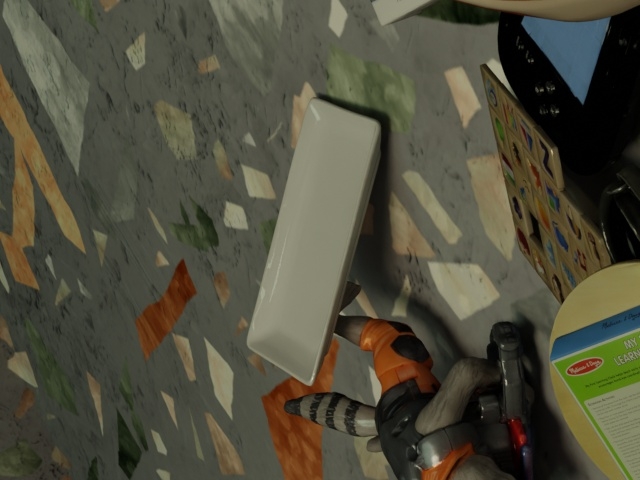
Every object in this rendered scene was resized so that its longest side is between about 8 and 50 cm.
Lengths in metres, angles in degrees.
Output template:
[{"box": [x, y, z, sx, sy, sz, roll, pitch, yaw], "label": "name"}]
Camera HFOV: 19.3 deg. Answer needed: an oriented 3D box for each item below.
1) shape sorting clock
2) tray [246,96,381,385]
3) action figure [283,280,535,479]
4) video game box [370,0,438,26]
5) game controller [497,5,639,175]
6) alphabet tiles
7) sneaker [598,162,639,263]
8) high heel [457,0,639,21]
[{"box": [0.250, 0.106, 1.312, 0.206, 0.040, 0.206, 22, 131, 29], "label": "shape sorting clock"}, {"box": [0.000, 0.000, 1.888, 0.145, 0.030, 0.270, 27, 105, 59], "label": "tray"}, {"box": [0.108, 0.226, 1.839, 0.330, 0.178, 0.341, -142, 39, -61], "label": "action figure"}, {"box": [0.070, -0.302, 1.607, 0.187, 0.048, 0.205, -20, 94, 62], "label": "video game box"}, {"box": [0.203, -0.198, 1.415, 0.166, 0.067, 0.319, 51, 150, 29], "label": "game controller"}, {"box": [0.193, -0.013, 1.545, 0.237, 0.009, 0.198, -121, 12, -55], "label": "alphabet tiles"}, {"box": [0.287, -0.056, 1.280, 0.104, 0.147, 0.295, 57, 152, 22], "label": "sneaker"}, {"box": [0.194, -0.232, 1.248, 0.377, 0.127, 0.181, 13, 98, 28], "label": "high heel"}]
